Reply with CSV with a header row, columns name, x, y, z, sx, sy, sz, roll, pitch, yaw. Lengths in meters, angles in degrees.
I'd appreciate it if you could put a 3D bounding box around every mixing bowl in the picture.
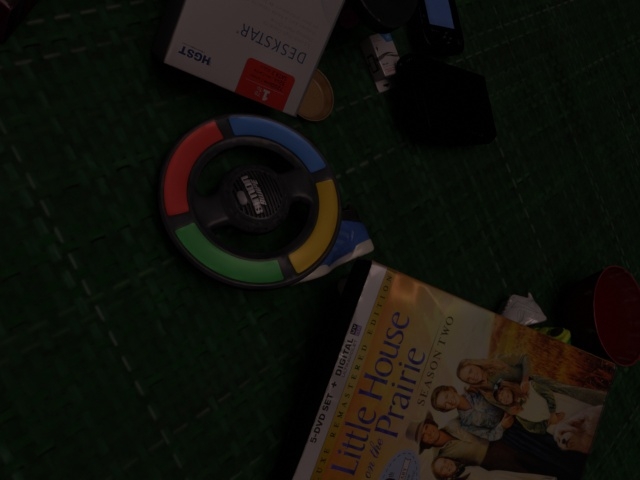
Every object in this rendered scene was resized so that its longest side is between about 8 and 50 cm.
name,x,y,z,sx,sy,sz,roll,pitch,yaw
mixing bowl,0.518,0.142,1.082,0.181,0.098,0.182,7,77,-35

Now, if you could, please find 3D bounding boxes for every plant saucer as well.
name,x,y,z,sx,sy,sz,roll,pitch,yaw
plant saucer,-0.019,-0.209,0.824,0.083,0.015,0.084,7,78,-33

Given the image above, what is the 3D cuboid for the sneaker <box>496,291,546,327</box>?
name,x,y,z,sx,sy,sz,roll,pitch,yaw
sneaker,0.321,0.128,0.982,0.152,0.053,0.061,-9,71,-39

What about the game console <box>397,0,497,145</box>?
name,x,y,z,sx,sy,sz,roll,pitch,yaw
game console,0.195,-0.333,0.965,0.213,0.044,0.362,-4,80,-45

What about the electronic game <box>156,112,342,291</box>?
name,x,y,z,sx,sy,sz,roll,pitch,yaw
electronic game,-0.081,-0.051,0.702,0.229,0.048,0.229,6,71,-19

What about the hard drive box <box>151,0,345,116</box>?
name,x,y,z,sx,sy,sz,roll,pitch,yaw
hard drive box,-0.072,-0.294,0.690,0.181,0.089,0.232,15,108,-32

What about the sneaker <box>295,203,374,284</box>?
name,x,y,z,sx,sy,sz,roll,pitch,yaw
sneaker,0.000,0.000,0.772,0.152,0.058,0.085,-24,92,-32

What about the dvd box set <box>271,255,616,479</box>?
name,x,y,z,sx,sy,sz,roll,pitch,yaw
dvd box set,0.180,0.237,0.763,0.420,0.062,0.308,24,83,-19

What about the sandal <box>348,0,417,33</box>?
name,x,y,z,sx,sy,sz,roll,pitch,yaw
sandal,0.131,-0.499,0.818,0.167,0.107,0.446,30,67,-32

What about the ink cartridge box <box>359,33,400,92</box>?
name,x,y,z,sx,sy,sz,roll,pitch,yaw
ink cartridge box,0.100,-0.282,0.912,0.048,0.028,0.083,-28,98,-35

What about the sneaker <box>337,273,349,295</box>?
name,x,y,z,sx,sy,sz,roll,pitch,yaw
sneaker,0.105,0.140,0.805,0.237,0.085,0.086,46,66,-15

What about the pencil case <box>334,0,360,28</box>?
name,x,y,z,sx,sy,sz,roll,pitch,yaw
pencil case,-0.024,-0.359,0.806,0.209,0.098,0.095,6,33,-34

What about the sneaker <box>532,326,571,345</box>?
name,x,y,z,sx,sy,sz,roll,pitch,yaw
sneaker,0.319,0.267,0.924,0.123,0.109,0.296,43,69,-23

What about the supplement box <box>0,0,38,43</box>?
name,x,y,z,sx,sy,sz,roll,pitch,yaw
supplement box,-0.318,-0.315,0.594,0.104,0.080,0.188,35,64,-25
